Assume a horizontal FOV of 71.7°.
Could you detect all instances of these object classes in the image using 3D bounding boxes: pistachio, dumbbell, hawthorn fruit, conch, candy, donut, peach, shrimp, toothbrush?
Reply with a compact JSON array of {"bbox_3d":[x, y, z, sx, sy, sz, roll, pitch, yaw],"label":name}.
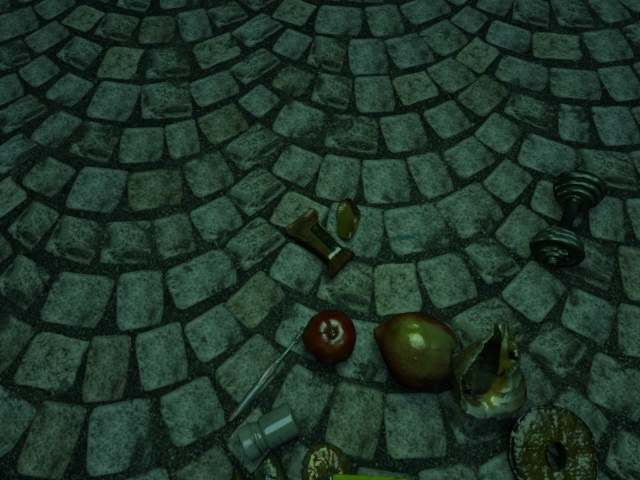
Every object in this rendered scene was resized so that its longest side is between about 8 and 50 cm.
[{"bbox_3d":[0.109,-0.077,1.649,0.089,0.049,0.173,-9,65,22],"label":"pistachio"},{"bbox_3d":[0.880,-0.077,1.574,0.179,0.179,0.406,26,68,12],"label":"dumbbell"},{"bbox_3d":[0.029,0.304,1.408,0.189,0.189,0.189,0,65,0],"label":"hawthorn fruit"},{"bbox_3d":[0.487,0.398,1.327,0.263,0.186,0.325,-14,99,-34],"label":"conch"},{"bbox_3d":[0.000,0.000,1.591,0.143,0.101,0.271,-41,65,-11],"label":"candy"},{"bbox_3d":[0.671,0.628,1.299,0.271,0.107,0.272,-1,69,4],"label":"donut"},{"bbox_3d":[0.284,0.329,1.373,0.256,0.232,0.233,14,66,17],"label":"peach"},{"bbox_3d":[0.019,0.742,1.272,0.153,0.062,0.295,3,64,-5],"label":"shrimp"},{"bbox_3d":[-0.167,0.427,1.432,0.028,0.037,0.375,35,73,18],"label":"toothbrush"}]

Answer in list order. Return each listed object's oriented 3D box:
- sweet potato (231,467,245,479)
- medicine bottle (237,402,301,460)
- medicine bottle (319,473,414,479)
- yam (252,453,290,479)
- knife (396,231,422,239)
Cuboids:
[{"bbox_3d":[-0.190,0.816,1.218,0.108,0.079,0.346,-45,64,10],"label":"sweet potato"},{"bbox_3d":[-0.152,0.570,1.326,0.167,0.105,0.105,-25,68,-11],"label":"medicine bottle"},{"bbox_3d":[0.124,0.721,1.205,0.249,0.141,0.137,9,57,-12],"label":"medicine bottle"},{"bbox_3d":[-0.127,0.717,1.262,0.107,0.107,0.183,-25,61,-10],"label":"yam"},{"bbox_3d":[0.329,-0.015,1.640,0.096,0.010,0.027,-7,65,-3],"label":"knife"}]
